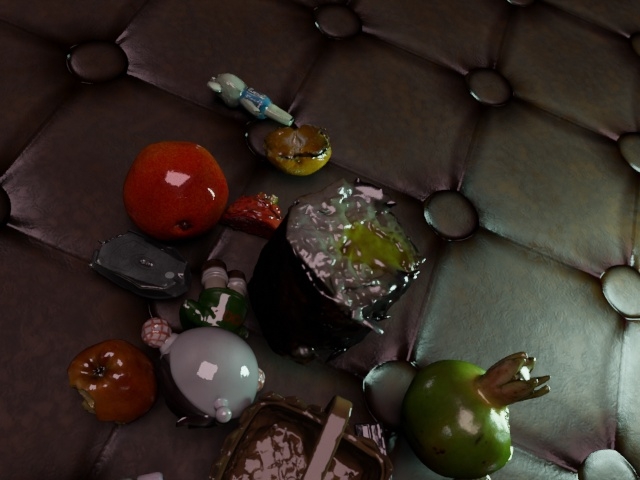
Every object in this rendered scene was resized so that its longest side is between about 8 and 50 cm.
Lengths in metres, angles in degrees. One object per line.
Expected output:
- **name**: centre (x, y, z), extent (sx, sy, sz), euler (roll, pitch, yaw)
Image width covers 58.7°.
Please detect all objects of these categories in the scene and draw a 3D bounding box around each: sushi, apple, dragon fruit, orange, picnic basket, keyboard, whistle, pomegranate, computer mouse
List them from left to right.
- **apple**: centre (-0.377, 0.256, 1.048), extent (0.146, 0.158, 0.156), euler (-19, 65, -22)
- **computer mouse**: centre (-0.379, 0.061, 1.204), extent (0.231, 0.071, 0.126), euler (22, 47, 9)
- **pomegranate**: centre (-0.318, -0.118, 1.237), extent (0.220, 0.221, 0.257), euler (-12, 38, -19)
- **whistle**: centre (-0.179, -0.358, 1.470), extent (0.235, 0.077, 0.114), euler (28, 32, -4)
- **dragon fruit**: centre (-0.145, -0.073, 1.322), extent (0.162, 0.083, 0.107), euler (17, 58, -1)
- **orange**: centre (-0.054, -0.218, 1.400), extent (0.160, 0.112, 0.170), euler (-31, 40, -19)
- **picnic basket**: centre (-0.034, 0.405, 0.961), extent (0.291, 0.321, 0.254), euler (27, 64, 5)
- **sushi**: centre (0.019, 0.071, 1.133), extent (0.281, 0.294, 0.299), euler (45, 50, 6)
- **keyboard**: centre (0.110, 0.464, 1.133), extent (0.063, 0.010, 0.198), euler (0, 63, -14)
- **pomegranate**: centre (0.292, 0.320, 1.092), extent (0.235, 0.302, 0.236), euler (23, 37, -19)

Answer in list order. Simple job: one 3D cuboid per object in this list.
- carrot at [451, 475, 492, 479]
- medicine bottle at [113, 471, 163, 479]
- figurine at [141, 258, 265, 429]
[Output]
- **carrot**: centre (0.194, 0.546, 1.080), extent (0.342, 0.070, 0.070), euler (-30, 72, -22)
- **medicine bottle**: centre (-0.348, 0.508, 0.867), extent (0.240, 0.253, 0.253), euler (-8, 65, -17)
- **figurine**: centre (-0.202, 0.197, 1.094), extent (0.281, 0.167, 0.370), euler (35, 33, -30)
